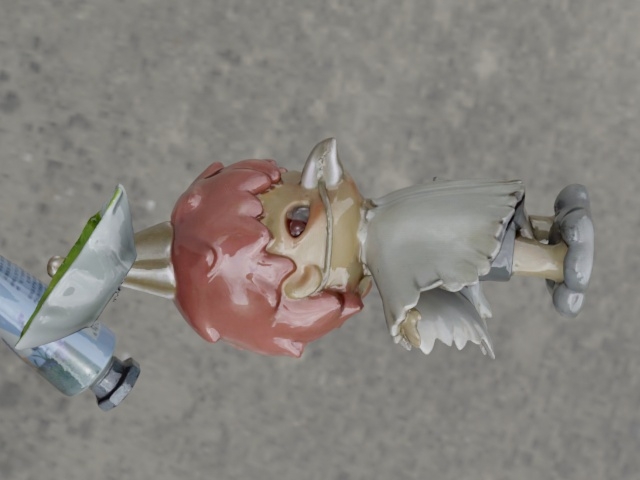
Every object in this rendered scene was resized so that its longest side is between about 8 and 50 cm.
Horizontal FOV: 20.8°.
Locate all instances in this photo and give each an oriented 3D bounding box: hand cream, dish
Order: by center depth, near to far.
[{"bbox_3d":[-0.145,0.021,1.118,0.039,0.137,0.091,32,42,-10],"label":"dish"},{"bbox_3d":[-0.244,0.027,1.236,0.271,0.091,0.058,40,81,-19],"label":"hand cream"}]

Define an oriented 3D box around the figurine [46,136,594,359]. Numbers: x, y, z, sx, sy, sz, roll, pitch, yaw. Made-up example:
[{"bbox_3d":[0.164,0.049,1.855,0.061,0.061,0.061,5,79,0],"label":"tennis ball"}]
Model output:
[{"bbox_3d":[0.000,0.000,1.266,0.207,0.387,0.166,-81,173,-59],"label":"figurine"}]
